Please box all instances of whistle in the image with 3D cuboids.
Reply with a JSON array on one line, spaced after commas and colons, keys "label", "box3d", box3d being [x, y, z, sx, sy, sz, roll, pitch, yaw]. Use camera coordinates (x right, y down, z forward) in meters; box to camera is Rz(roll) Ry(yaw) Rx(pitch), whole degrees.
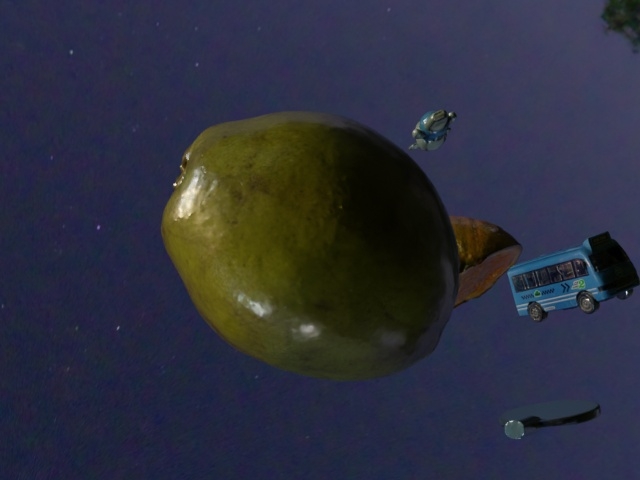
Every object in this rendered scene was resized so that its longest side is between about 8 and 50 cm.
[{"label": "whistle", "box3d": [0.258, -0.262, 1.785, 0.114, 0.236, 0.077, -24, -97, 0]}]

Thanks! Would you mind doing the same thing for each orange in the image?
[{"label": "orange", "box3d": [0.241, 0.076, 1.496, 0.310, 0.274, 0.274, -2, -114, 2]}]

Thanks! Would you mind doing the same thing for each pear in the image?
[{"label": "pear", "box3d": [0.000, 0.000, 1.024, 0.413, 0.352, 0.352, 29, -121, -16]}]

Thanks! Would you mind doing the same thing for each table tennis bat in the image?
[{"label": "table tennis bat", "box3d": [0.480, 0.381, 1.670, 0.329, 0.215, 0.044, 1, -100, -55]}]

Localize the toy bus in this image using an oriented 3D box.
[{"label": "toy bus", "box3d": [0.165, 0.025, 0.512, 0.038, 0.083, 0.046, -16, -95, -28]}]
